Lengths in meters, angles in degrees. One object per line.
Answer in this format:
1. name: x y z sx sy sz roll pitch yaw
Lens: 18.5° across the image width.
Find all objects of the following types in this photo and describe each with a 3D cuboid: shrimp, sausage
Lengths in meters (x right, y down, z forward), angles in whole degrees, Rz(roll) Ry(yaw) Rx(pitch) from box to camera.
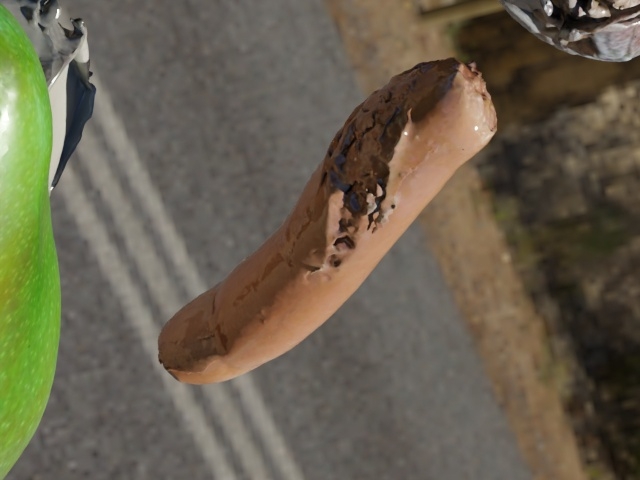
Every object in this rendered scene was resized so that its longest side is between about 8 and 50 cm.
1. shrimp: 0.165 -0.185 1.112 0.145 0.116 0.343 52 -11 11
2. sausage: 0.000 0.000 1.158 0.078 0.304 0.078 23 42 -23

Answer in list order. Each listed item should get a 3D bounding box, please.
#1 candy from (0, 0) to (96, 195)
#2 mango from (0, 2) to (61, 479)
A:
1. candy: -0.221 -0.057 1.132 0.185 0.137 0.195 110 3 -80
2. mango: -0.209 0.013 0.829 0.225 0.382 0.201 48 51 6
